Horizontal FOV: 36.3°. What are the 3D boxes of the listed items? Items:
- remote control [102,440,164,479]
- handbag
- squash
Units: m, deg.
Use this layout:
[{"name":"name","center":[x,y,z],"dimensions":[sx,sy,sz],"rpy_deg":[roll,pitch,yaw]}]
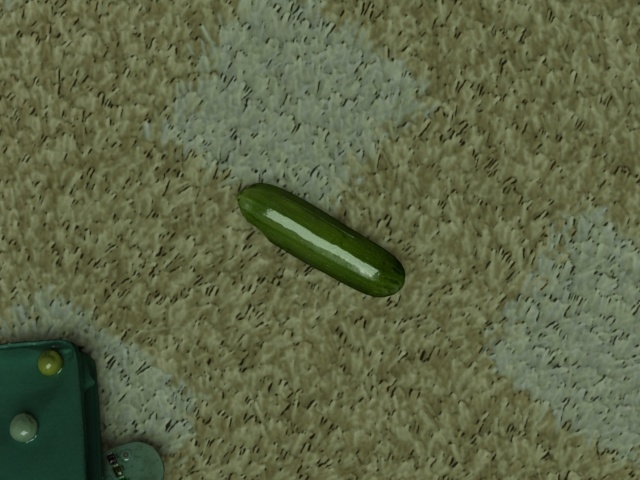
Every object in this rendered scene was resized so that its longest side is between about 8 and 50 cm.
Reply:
[{"name":"remote control","center":[-0.313,0.340,1.223],"dimensions":[0.256,0.045,0.097],"rpy_deg":[-27,67,-8]},{"name":"handbag","center":[-0.401,0.256,1.184],"dimensions":[0.268,0.100,0.274],"rpy_deg":[-6,67,2]},{"name":"squash","center":[0.000,0.000,1.228],"dimensions":[0.239,0.069,0.069],"rpy_deg":[31,95,-3]}]
